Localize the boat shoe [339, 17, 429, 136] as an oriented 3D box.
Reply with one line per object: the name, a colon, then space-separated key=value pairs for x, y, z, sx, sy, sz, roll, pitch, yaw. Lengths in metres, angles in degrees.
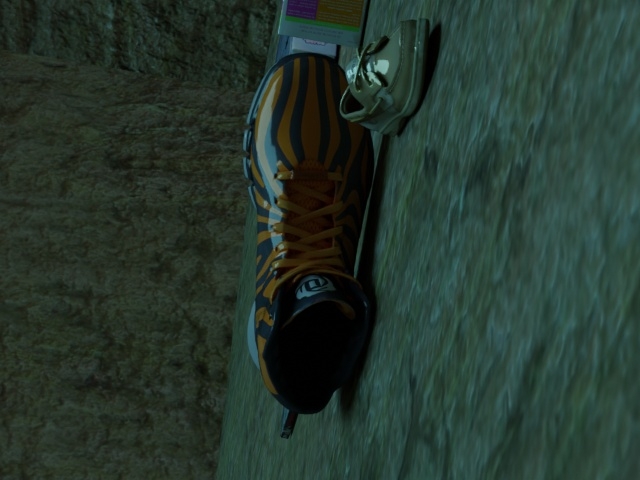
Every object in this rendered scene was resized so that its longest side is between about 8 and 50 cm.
boat shoe: x=0.049 y=-0.130 z=1.140 sx=0.170 sy=0.059 sz=0.063 roll=114 pitch=164 yaw=-69

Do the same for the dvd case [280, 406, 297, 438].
dvd case: x=-0.030 y=0.171 z=1.694 sx=0.119 sy=0.013 sz=0.087 roll=105 pitch=172 yaw=-52

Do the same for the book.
book: x=0.009 y=-0.298 z=1.608 sx=0.035 sy=0.096 sz=0.144 roll=-82 pitch=2 yaw=-81

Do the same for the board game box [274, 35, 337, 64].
board game box: x=-0.026 y=-0.266 z=2.075 sx=0.318 sy=0.066 sz=0.318 roll=105 pitch=171 yaw=-50

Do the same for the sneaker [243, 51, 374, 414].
sneaker: x=0.000 y=0.000 z=1.238 sx=0.180 sy=0.125 sz=0.321 roll=-125 pitch=34 yaw=-76
